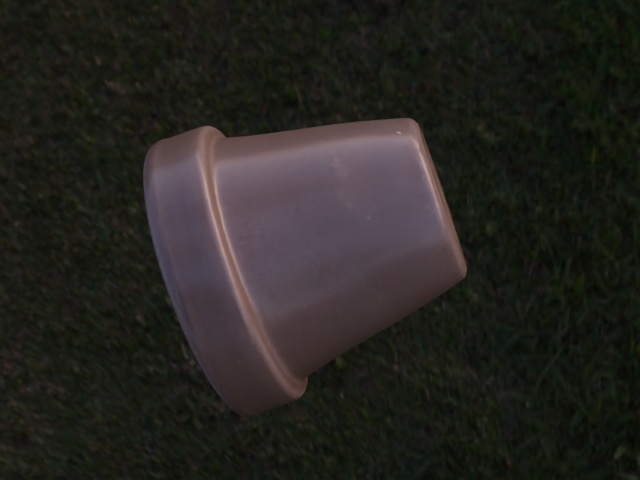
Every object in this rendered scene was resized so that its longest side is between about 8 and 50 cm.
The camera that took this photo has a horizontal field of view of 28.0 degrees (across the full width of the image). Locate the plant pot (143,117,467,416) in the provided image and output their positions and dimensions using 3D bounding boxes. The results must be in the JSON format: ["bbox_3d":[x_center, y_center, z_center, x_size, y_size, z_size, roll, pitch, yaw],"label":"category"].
[{"bbox_3d":[0.000,0.000,1.129,0.229,0.263,0.263,-18,63,7],"label":"plant pot"}]
